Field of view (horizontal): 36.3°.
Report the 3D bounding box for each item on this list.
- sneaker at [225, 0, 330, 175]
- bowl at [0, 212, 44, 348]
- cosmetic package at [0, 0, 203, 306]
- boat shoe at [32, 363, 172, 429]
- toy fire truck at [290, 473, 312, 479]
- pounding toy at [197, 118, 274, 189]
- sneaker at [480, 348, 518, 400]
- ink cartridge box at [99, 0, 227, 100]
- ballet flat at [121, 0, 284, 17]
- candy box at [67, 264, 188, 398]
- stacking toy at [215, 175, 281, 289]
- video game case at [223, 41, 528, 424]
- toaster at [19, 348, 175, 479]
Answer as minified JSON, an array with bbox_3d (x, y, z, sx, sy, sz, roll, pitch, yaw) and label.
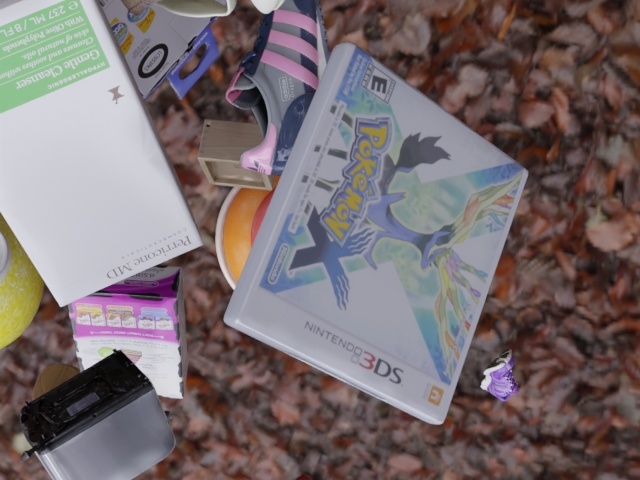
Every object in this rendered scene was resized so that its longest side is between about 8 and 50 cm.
[{"bbox_3d":[-0.059,-0.229,1.228,0.131,0.319,0.112,-6,158,-10],"label":"sneaker"},{"bbox_3d":[-0.596,0.040,1.632,0.289,0.289,0.156,37,148,-10],"label":"bowl"},{"bbox_3d":[-0.290,-0.127,1.090,0.196,0.155,0.366,-25,130,-5],"label":"cosmetic package"},{"bbox_3d":[-0.370,0.280,1.619,0.285,0.105,0.089,14,169,38],"label":"boat shoe"},{"bbox_3d":[-0.149,0.332,0.971,0.253,0.302,0.169,-35,78,18],"label":"toy fire truck"},{"bbox_3d":[-0.140,-0.150,1.632,0.130,0.100,0.141,6,161,7],"label":"pounding toy"},{"bbox_3d":[0.370,0.272,1.949,0.071,0.068,0.170,42,164,22],"label":"sneaker"},{"bbox_3d":[-0.271,-0.363,1.282,0.395,0.270,0.151,46,156,-26],"label":"ink cartridge box"},{"bbox_3d":[-0.091,-0.291,1.022,0.315,0.108,0.106,2,130,31],"label":"ballet flat"},{"bbox_3d":[-0.283,0.136,1.459,0.159,0.071,0.234,4,133,-1],"label":"candy box"},{"bbox_3d":[0.000,0.000,1.991,0.350,0.351,0.480,44,168,-15],"label":"stacking toy"},{"bbox_3d":[0.077,-0.002,1.078,0.300,0.329,0.036,30,163,-30],"label":"video game case"},{"bbox_3d":[-0.292,0.241,1.251,0.168,0.185,0.110,17,135,63],"label":"toaster"}]
